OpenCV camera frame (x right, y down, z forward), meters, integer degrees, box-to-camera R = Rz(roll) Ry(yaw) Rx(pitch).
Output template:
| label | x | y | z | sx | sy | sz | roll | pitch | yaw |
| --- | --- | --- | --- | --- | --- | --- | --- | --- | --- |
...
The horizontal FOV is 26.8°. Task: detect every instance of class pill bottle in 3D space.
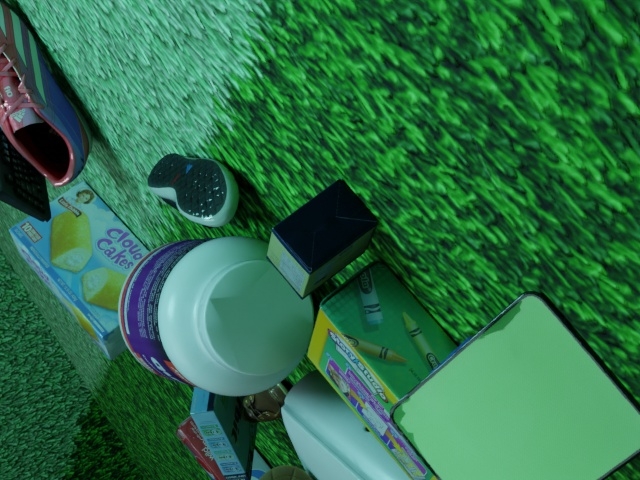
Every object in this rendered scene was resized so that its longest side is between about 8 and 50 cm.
| label | x | y | z | sx | sy | sz | roll | pitch | yaw |
| --- | --- | --- | --- | --- | --- | --- | --- | --- | --- |
| pill bottle | -0.121 | 0.086 | 1.578 | 0.181 | 0.181 | 0.323 | 56 | 163 | -10 |

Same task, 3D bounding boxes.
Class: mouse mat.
| label | x | y | z | sx | sy | sz | roll | pitch | yaw |
| --- | --- | --- | --- | --- | --- | --- | --- | --- | --- |
| mouse mat | 0.157 | 0.147 | 1.078 | 0.152 | 0.007 | 0.189 | 50 | 124 | 9 |

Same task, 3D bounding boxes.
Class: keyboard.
| label | x | y | z | sx | sy | sz | roll | pitch | yaw |
| --- | --- | --- | --- | --- | --- | --- | --- | --- | --- |
| keyboard | -0.468 | -0.184 | 1.910 | 0.201 | 0.033 | 0.317 | 31 | -147 | -49 |

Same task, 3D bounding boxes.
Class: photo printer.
| label | x | y | z | sx | sy | sz | roll | pitch | yaw |
| --- | --- | --- | --- | --- | --- | --- | --- | --- | --- |
| photo printer | 0.101 | 0.313 | 1.573 | 0.307 | 0.107 | 0.256 | 35 | 156 | 45 |

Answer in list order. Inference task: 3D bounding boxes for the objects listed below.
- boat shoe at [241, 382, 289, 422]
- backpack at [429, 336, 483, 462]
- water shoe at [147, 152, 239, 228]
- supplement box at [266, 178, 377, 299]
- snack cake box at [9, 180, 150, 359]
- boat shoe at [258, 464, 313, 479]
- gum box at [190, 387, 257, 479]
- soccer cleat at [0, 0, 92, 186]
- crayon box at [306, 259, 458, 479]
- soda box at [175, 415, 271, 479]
| label | x | y | z | sx | sy | sz | roll | pitch | yaw |
| --- | --- | --- | --- | --- | --- | --- | --- | --- | --- |
| boat shoe | -0.079 | 0.241 | 1.976 | 0.064 | 0.060 | 0.178 | 52 | 163 | 3 |
| backpack | 0.146 | 0.149 | 1.153 | 0.098 | 0.101 | 0.120 | 6 | 129 | 58 |
| water shoe | -0.128 | -0.052 | 1.553 | 0.080 | 0.073 | 0.203 | 38 | 177 | -32 |
| supplement box | 0.000 | 0.000 | 1.262 | 0.056 | 0.083 | 0.083 | 50 | 162 | 12 |
| snack cake box | -0.360 | 0.045 | 2.170 | 0.264 | 0.152 | 0.089 | 44 | 160 | 24 |
| boat shoe | 0.024 | 0.395 | 1.605 | 0.285 | 0.105 | 0.089 | 56 | 171 | 21 |
| gum box | -0.143 | 0.255 | 2.049 | 0.157 | 0.041 | 0.184 | -85 | -19 | -44 |
| soccer cleat | -0.423 | -0.214 | 1.851 | 0.318 | 0.109 | 0.116 | 58 | -167 | -27 |
| crayon box | 0.107 | 0.168 | 1.318 | 0.278 | 0.081 | 0.165 | 49 | 162 | 13 |
| soda box | -0.150 | 0.420 | 2.454 | 0.263 | 0.092 | 0.083 | 50 | 163 | 7 |
